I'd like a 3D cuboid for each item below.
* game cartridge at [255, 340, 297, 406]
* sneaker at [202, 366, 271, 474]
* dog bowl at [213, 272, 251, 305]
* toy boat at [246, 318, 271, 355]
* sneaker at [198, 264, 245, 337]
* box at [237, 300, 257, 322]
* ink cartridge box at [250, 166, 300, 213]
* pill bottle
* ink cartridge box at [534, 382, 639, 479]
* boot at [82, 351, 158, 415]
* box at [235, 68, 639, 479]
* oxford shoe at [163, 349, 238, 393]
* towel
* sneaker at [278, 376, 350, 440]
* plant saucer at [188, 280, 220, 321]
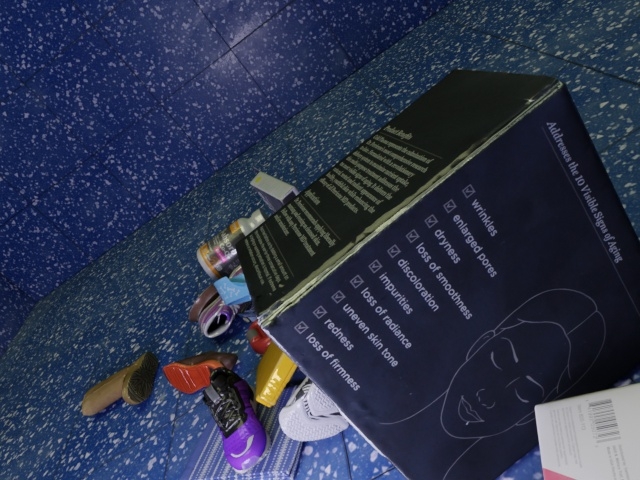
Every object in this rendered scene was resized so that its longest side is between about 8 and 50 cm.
[{"bbox_3d":[-0.055,0.206,1.292,0.323,0.053,0.285,-62,6,0],"label":"game cartridge"},{"bbox_3d":[-0.202,0.379,1.219,0.102,0.146,0.293,-37,23,-2],"label":"sneaker"},{"bbox_3d":[-0.168,0.113,1.586,0.297,0.073,0.166,-23,-11,29],"label":"dog bowl"},{"bbox_3d":[-0.120,0.188,1.492,0.231,0.151,0.151,-42,26,-6],"label":"toy boat"},{"bbox_3d":[-0.265,0.189,1.725,0.282,0.102,0.161,-53,14,-5],"label":"sneaker"},{"bbox_3d":[-0.136,0.148,1.704,0.159,0.044,0.233,-12,36,44],"label":"box"},{"bbox_3d":[-0.080,-0.064,1.644,0.072,0.303,0.307,-45,31,-11],"label":"ink cartridge box"},{"bbox_3d":[-0.291,0.018,1.987,0.279,0.162,0.162,-37,26,5],"label":"pill bottle"},{"bbox_3d":[0.425,0.282,0.660,0.283,0.117,0.207,-24,29,29],"label":"ink cartridge box"},{"bbox_3d":[-0.661,0.497,1.785,0.270,0.089,0.236,-32,16,13],"label":"boot"},{"bbox_3d":[0.205,0.073,0.872,0.472,0.479,0.297,-38,25,2],"label":"box"},{"bbox_3d":[-0.344,0.371,1.586,0.272,0.096,0.098,-12,16,37],"label":"oxford shoe"},{"bbox_3d":[-0.158,0.449,1.263,0.336,0.040,0.243,-20,29,31],"label":"towel"},{"bbox_3d":[0.041,0.259,1.194,0.366,0.137,0.210,-40,24,-13],"label":"sneaker"},{"bbox_3d":[-0.366,0.208,1.833,0.168,0.029,0.168,-48,-17,-19],"label":"plant saucer"}]
